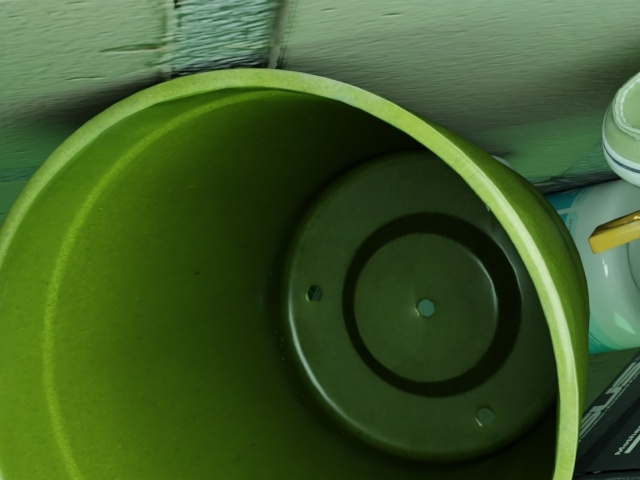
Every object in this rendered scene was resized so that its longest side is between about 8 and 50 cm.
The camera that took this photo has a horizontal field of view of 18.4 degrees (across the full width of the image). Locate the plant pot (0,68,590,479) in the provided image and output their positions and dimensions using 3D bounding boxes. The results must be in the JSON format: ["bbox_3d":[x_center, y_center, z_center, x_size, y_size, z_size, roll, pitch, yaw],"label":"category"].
[{"bbox_3d":[0.022,0.065,1.274,0.366,0.366,0.353,-9,-176,20],"label":"plant pot"}]

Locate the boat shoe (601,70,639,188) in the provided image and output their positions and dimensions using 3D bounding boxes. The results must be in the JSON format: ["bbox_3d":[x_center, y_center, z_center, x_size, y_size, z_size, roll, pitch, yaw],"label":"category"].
[{"bbox_3d":[0.266,-0.101,1.044,0.302,0.109,0.094,-17,143,40],"label":"boat shoe"}]

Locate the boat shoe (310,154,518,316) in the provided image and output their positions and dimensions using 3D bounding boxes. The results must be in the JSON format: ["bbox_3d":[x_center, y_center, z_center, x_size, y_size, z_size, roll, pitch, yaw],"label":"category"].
[{"bbox_3d":[0.060,0.045,1.611,0.135,0.156,0.367,20,142,-11],"label":"boat shoe"}]

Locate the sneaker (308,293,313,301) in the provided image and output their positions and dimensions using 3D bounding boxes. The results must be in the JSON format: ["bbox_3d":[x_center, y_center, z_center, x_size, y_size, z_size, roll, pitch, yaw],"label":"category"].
[{"bbox_3d":[-0.061,0.100,1.822,0.295,0.124,0.178,6,163,45],"label":"sneaker"}]

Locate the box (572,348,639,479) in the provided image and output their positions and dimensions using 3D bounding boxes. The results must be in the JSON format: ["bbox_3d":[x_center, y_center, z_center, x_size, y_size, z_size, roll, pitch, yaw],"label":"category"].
[{"bbox_3d":[0.344,0.048,1.267,0.395,0.097,0.318,-44,-174,-19],"label":"box"}]

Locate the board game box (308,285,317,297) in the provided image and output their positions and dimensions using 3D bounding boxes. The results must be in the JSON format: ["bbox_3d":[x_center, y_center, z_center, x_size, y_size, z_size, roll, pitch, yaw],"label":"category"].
[{"bbox_3d":[0.095,0.062,1.925,0.259,0.136,0.030,-8,174,12],"label":"board game box"}]

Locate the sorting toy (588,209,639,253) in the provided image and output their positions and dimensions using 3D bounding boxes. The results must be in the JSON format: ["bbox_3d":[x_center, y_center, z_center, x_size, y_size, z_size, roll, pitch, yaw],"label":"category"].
[{"bbox_3d":[0.318,-0.079,1.193,0.347,0.047,0.196,-23,-177,3],"label":"sorting toy"}]

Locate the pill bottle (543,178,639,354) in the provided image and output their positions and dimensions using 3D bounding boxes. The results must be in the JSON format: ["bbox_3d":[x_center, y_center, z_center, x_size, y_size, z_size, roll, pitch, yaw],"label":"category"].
[{"bbox_3d":[0.184,0.036,1.757,0.264,0.146,0.146,-11,171,40],"label":"pill bottle"}]
